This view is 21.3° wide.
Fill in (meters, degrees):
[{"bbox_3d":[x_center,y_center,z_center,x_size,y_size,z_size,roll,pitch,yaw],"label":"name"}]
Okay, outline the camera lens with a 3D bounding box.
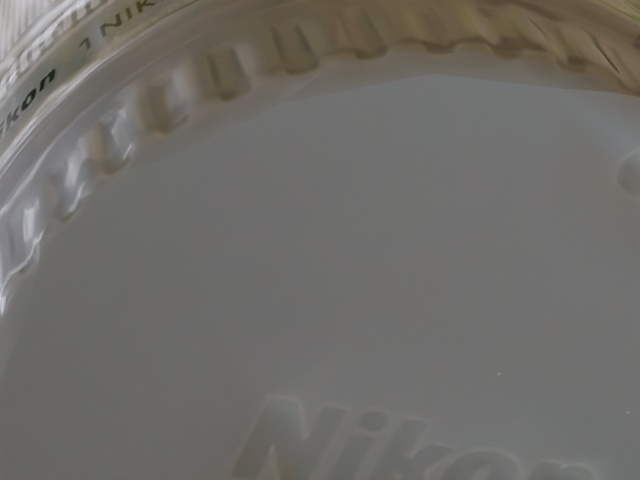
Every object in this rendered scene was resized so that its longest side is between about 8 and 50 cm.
[{"bbox_3d":[0.000,0.000,0.489,0.219,0.219,0.274,40,-168,-22],"label":"camera lens"}]
